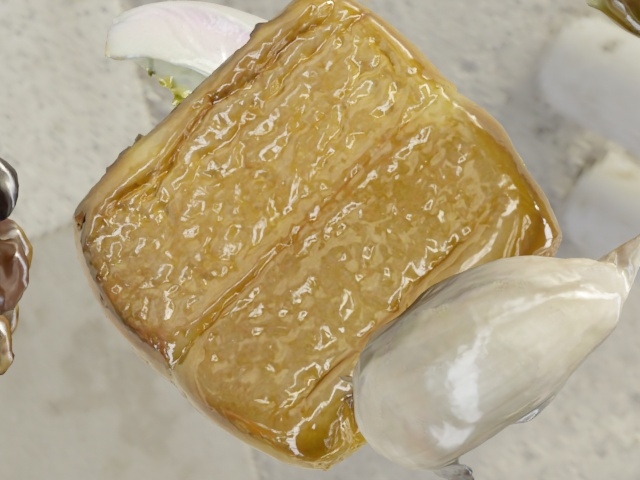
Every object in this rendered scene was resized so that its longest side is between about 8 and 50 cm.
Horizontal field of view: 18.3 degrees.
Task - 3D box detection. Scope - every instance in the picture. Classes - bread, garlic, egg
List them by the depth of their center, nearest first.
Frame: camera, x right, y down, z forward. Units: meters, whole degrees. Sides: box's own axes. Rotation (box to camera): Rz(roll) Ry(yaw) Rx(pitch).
[{"bbox_3d":[0.061,0.040,0.780,0.066,0.152,0.084,35,47,-25],"label":"garlic"},{"bbox_3d":[0.002,0.002,1.601,0.337,0.328,0.148,-46,156,-2],"label":"bread"},{"bbox_3d":[-0.068,-0.146,2.012,0.161,0.206,0.271,-29,89,22],"label":"egg"}]

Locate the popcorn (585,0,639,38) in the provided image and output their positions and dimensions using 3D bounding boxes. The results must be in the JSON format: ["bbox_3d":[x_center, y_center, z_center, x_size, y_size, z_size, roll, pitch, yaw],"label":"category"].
[{"bbox_3d":[0.295,-0.249,1.328,0.258,0.224,0.270,-14,147,-53],"label":"popcorn"}]

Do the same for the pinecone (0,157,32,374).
[{"bbox_3d":[-0.293,0.024,1.215,0.264,0.264,0.264,-15,120,-27],"label":"pinecone"}]
